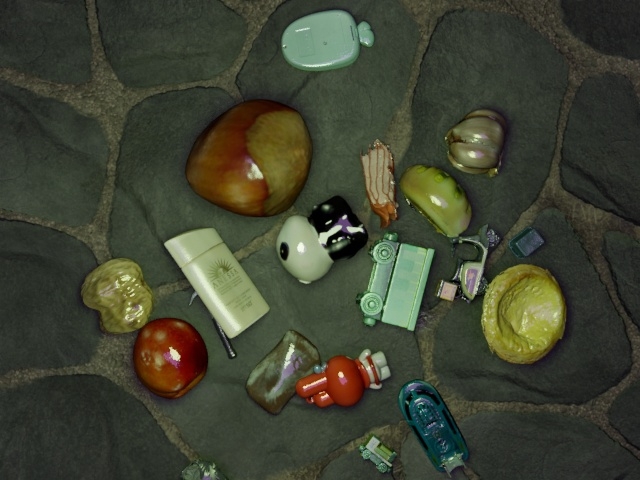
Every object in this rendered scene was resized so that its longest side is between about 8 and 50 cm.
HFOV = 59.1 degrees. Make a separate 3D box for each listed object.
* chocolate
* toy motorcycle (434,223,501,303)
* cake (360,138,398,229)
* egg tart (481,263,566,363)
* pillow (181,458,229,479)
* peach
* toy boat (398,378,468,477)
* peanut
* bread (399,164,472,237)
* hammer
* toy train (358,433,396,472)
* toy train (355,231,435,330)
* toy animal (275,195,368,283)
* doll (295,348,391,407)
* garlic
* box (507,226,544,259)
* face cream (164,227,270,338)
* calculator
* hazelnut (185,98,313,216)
[{"bbox_3d":[-0.115,0.411,1.741,0.157,0.080,0.254,42,88,-1],"label":"chocolate"},{"bbox_3d":[0.459,0.067,1.759,0.157,0.091,0.263,15,88,2],"label":"toy motorcycle"},{"bbox_3d":[0.188,-0.182,1.748,0.098,0.135,0.287,-12,81,12],"label":"cake"},{"bbox_3d":[0.607,0.220,1.730,0.315,0.120,0.314,0,91,-19],"label":"egg tart"},{"bbox_3d":[-0.295,0.813,1.725,0.335,0.092,0.161,42,83,0],"label":"pillow"},{"bbox_3d":[-0.449,0.344,1.677,0.244,0.199,0.243,5,99,33],"label":"peach"},{"bbox_3d":[0.352,0.576,1.750,0.134,0.092,0.298,-31,91,2],"label":"toy boat"},{"bbox_3d":[-0.610,0.173,1.715,0.197,0.110,0.233,-31,90,-7],"label":"peanut"},{"bbox_3d":[0.362,-0.138,1.716,0.158,0.156,0.260,-42,86,-2],"label":"bread"},{"bbox_3d":[-0.328,0.259,1.765,0.103,0.029,0.246,-23,91,-2],"label":"hammer"},{"bbox_3d":[0.179,0.666,1.765,0.122,0.050,0.081,37,81,0],"label":"toy train"},{"bbox_3d":[0.226,0.130,1.736,0.202,0.120,0.300,15,89,-4],"label":"toy train"},{"bbox_3d":[-0.004,-0.004,1.697,0.267,0.212,0.212,-28,90,1],"label":"toy animal"},{"bbox_3d":[0.069,0.426,1.719,0.290,0.130,0.161,-20,105,-8],"label":"doll"},{"bbox_3d":[0.489,-0.310,1.730,0.191,0.160,0.214,19,92,-6],"label":"garlic"},{"bbox_3d":[0.652,0.008,1.781,0.099,0.054,0.074,-38,92,-2],"label":"box"},{"bbox_3d":[-0.310,0.112,1.717,0.173,0.081,0.348,-34,90,-40],"label":"face cream"},{"bbox_3d":[0.023,-0.630,1.776,0.295,0.042,0.184,-11,90,-1],"label":"calculator"},{"bbox_3d":[-0.200,-0.232,1.631,0.366,0.366,0.365,0,89,-2],"label":"hazelnut"}]
